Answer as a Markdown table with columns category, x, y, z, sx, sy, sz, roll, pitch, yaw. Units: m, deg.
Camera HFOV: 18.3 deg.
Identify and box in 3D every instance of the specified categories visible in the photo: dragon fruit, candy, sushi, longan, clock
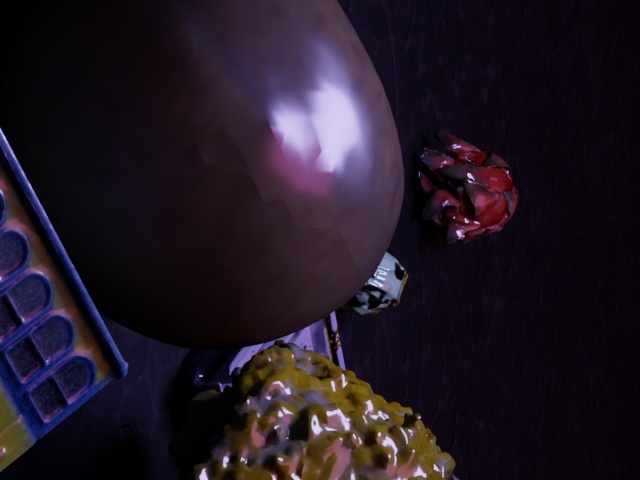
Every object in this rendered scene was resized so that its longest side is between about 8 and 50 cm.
| category | x | y | z | sx | sy | sz | roll | pitch | yaw |
| --- | --- | --- | --- | --- | --- | --- | --- | --- | --- |
| dragon fruit | 0.182 | -0.061 | 2.510 | 0.121 | 0.130 | 0.142 | -57 | 159 | 10 |
| candy | 0.000 | 0.000 | 2.139 | 0.305 | 0.091 | 0.083 | 41 | 55 | -52 |
| sushi | -0.055 | 0.288 | 1.670 | 0.396 | 0.240 | 0.351 | -60 | -176 | -23 |
| longan | -0.094 | -0.083 | 1.628 | 0.361 | 0.361 | 0.361 | 1 | 90 | -66 |
| clock | -0.052 | 0.161 | 2.006 | 0.253 | 0.083 | 0.186 | -50 | 135 | -55 |

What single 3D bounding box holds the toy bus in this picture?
| category | x | y | z | sx | sy | sz | roll | pitch | yaw |
| --- | --- | --- | --- | --- | --- | --- | --- | --- | --- |
| toy bus | -0.279 | 0.006 | 1.301 | 0.190 | 0.152 | 0.312 | -39 | 127 | -22 |
